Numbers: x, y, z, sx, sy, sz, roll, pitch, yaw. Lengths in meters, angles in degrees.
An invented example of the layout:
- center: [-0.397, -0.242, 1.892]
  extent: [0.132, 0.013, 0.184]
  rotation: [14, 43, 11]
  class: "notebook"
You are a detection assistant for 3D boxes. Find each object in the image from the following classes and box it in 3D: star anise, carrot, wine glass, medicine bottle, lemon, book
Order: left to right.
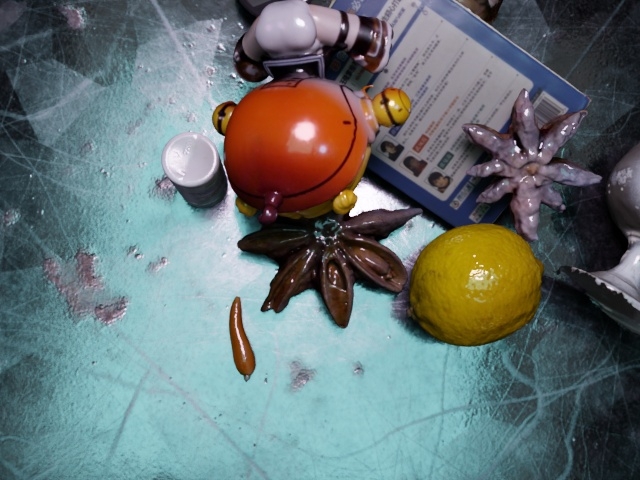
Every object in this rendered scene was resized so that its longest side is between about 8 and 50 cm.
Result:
- center: [-0.195, -0.108, 1.126]
  extent: [0.086, 0.183, 0.086]
  rotation: [0, 84, -3]
  class: "medicine bottle"
- center: [-0.132, 0.162, 1.173]
  extent: [0.035, 0.035, 0.142]
  rotation: [-11, 79, -5]
  class: "carrot"
- center: [0.012, -0.015, 1.167]
  extent: [0.316, 0.108, 0.315]
  rotation: [0, 80, -2]
  class: "star anise"
- center: [0.172, -0.227, 1.153]
  extent: [0.428, 0.039, 0.300]
  rotation: [34, 107, -7]
  class: "book"
- center: [0.242, 0.070, 1.126]
  extent: [0.231, 0.192, 0.192]
  rotation: [-20, 84, -2]
  class: "lemon"
- center: [0.326, -0.116, 1.111]
  extent: [0.229, 0.093, 0.236]
  rotation: [6, 108, 1]
  class: "star anise"
- center: [0.553, -0.024, 1.142]
  extent: [0.238, 0.238, 0.322]
  rotation: [35, 91, 1]
  class: "wine glass"

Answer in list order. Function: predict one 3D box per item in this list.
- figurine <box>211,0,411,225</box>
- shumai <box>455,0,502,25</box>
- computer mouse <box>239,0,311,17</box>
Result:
- center: [-0.034, -0.171, 1.034]
  extent: [0.320, 0.196, 0.322]
  rotation: [-2, 83, 25]
  class: "figurine"
- center: [0.202, -0.405, 1.172]
  extent: [0.218, 0.184, 0.185]
  rotation: [-46, 59, -4]
  class: "shumai"
- center: [-0.083, -0.488, 1.230]
  extent: [0.147, 0.088, 0.264]
  rotation: [-13, 84, 12]
  class: "computer mouse"
